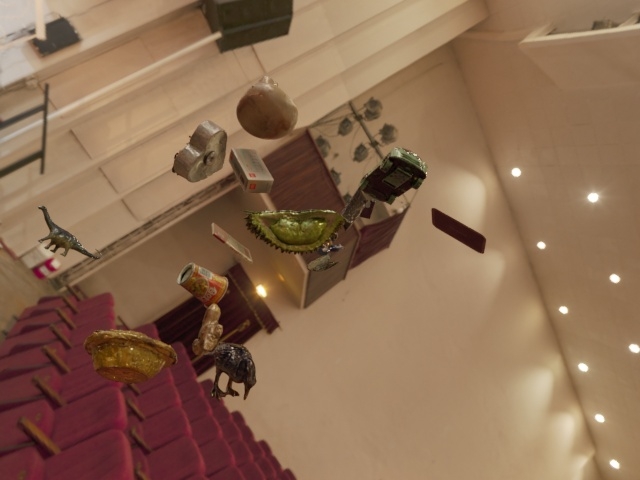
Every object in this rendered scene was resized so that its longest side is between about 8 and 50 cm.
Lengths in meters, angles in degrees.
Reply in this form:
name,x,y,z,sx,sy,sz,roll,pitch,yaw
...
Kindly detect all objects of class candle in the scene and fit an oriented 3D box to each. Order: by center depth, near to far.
name,x,y,z,sx,sy,sz,roll,pitch,yaw
candle,-0.353,-0.259,1.321,0.068,0.192,0.168,36,0,11

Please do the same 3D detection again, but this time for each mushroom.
name,x,y,z,sx,sy,sz,roll,pitch,yaw
mushroom,-0.238,-0.633,2.048,0.292,0.290,0.293,6,-33,4

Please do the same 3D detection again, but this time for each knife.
name,x,y,z,sx,sy,sz,roll,pitch,yaw
knife,0.256,-0.171,2.403,0.072,0.019,0.245,11,-20,2

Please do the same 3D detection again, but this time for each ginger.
name,x,y,z,sx,sy,sz,roll,pitch,yaw
ginger,-0.364,0.294,1.448,0.059,0.214,0.133,35,-49,-21

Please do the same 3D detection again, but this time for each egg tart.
name,x,y,z,sx,sy,sz,roll,pitch,yaw
egg tart,-0.605,0.377,1.384,0.288,0.288,0.118,80,9,-53

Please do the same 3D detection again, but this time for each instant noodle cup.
name,x,y,z,sx,sy,sz,roll,pitch,yaw
instant noodle cup,-0.624,0.225,2.272,0.212,0.193,0.193,40,-7,-35

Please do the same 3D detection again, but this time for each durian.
name,x,y,z,sx,sy,sz,roll,pitch,yaw
durian,-0.090,-0.050,1.517,0.158,0.351,0.169,-85,176,-60

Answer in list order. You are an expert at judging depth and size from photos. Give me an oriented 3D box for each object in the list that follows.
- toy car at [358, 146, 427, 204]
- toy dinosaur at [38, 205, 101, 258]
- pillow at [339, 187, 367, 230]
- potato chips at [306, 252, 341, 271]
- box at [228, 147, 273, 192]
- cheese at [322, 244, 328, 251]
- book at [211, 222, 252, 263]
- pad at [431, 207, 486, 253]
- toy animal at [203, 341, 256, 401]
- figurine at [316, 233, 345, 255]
name,x,y,z,sx,sy,sz,roll,pitch,yaw
toy car,0.240,-0.222,1.439,0.136,0.125,0.306,28,-17,-9
toy dinosaur,-1.236,0.001,2.087,0.076,0.147,0.363,-10,-49,49
pillow,0.168,-0.161,2.251,0.055,0.208,0.141,28,-14,32
potato chips,0.021,0.133,2.593,0.220,0.202,0.029,13,-54,58
box,-0.327,-0.331,2.042,0.269,0.135,0.079,58,-42,37
cheese,0.000,0.001,2.196,0.163,0.086,0.036,-115,-152,-43
book,-0.418,0.014,2.053,0.232,0.022,0.162,42,5,-24
pad,0.590,-0.041,1.874,0.266,0.002,0.176,35,-13,28
toy animal,-0.308,0.437,1.491,0.298,0.122,0.186,35,-71,56
figurine,0.029,0.011,2.613,0.120,0.262,0.164,-31,-100,33
